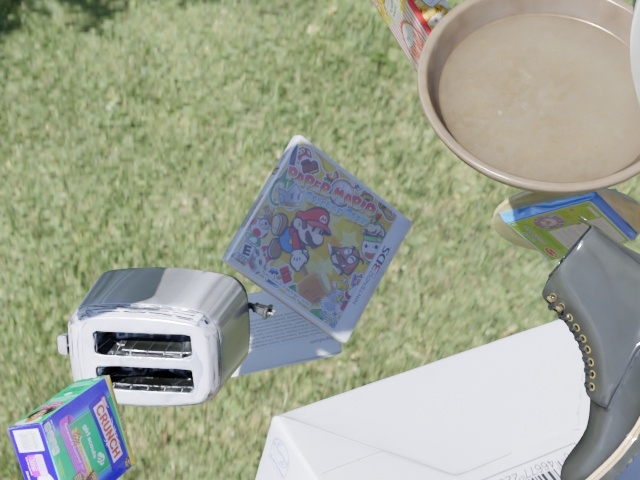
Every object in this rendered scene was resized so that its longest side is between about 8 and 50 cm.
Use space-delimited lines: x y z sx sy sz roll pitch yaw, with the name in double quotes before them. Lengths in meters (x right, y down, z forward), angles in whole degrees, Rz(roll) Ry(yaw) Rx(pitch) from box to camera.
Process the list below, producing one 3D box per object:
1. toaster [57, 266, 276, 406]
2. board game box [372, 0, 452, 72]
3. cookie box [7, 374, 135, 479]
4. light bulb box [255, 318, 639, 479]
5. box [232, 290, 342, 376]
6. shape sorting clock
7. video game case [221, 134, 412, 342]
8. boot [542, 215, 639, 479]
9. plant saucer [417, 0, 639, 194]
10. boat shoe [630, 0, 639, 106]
"toaster" -0.174 0.109 1.354 0.226 0.129 0.146 3 18 10
"board game box" 0.134 -0.268 1.538 0.045 0.147 0.194 -31 85 -6
"cookie box" -0.217 0.182 1.072 0.040 0.092 0.107 -9 13 25
"light bulb box" 0.124 0.296 1.114 0.357 0.361 0.225 -15 51 -28
"box" -0.086 0.137 1.871 0.181 0.181 0.119 -10 87 -19
"shape sorting clock" 0.338 -0.029 1.652 0.206 0.206 0.040 4 63 -6
"video game case" 0.000 0.000 1.699 0.227 0.026 0.206 36 75 -25
"boot" 0.211 0.093 0.954 0.137 0.077 0.198 33 92 6
"plant saucer" 0.239 -0.158 1.263 0.277 0.041 0.278 0 59 1
"boat shoe" 0.161 -0.144 0.485 0.095 0.255 0.079 -9 41 11
